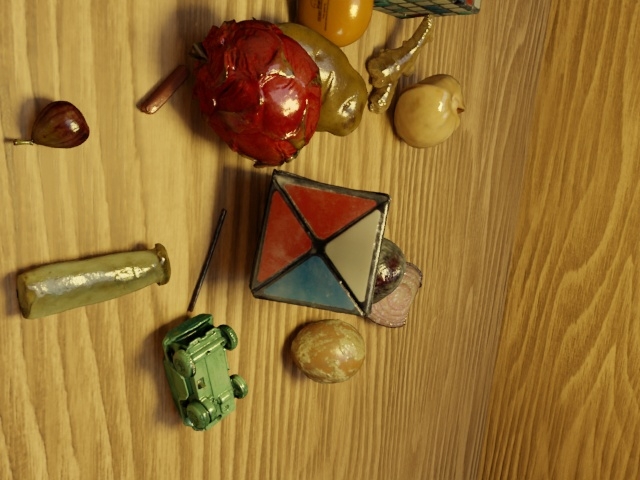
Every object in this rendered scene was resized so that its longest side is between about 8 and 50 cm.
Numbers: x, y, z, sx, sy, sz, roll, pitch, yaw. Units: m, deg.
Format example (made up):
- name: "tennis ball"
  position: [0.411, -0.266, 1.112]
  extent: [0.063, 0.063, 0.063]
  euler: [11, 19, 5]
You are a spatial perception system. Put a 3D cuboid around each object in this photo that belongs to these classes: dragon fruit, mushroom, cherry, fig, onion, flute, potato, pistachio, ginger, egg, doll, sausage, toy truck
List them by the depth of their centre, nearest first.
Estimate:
- name: "fig"
  position: [-0.487, -0.197, 0.967]
  extent: [0.125, 0.089, 0.089]
  euler: [-30, 128, -11]
- name: "mushroom"
  position: [-0.447, 0.076, 1.092]
  extent: [0.312, 0.081, 0.100]
  euler: [-14, 109, -44]
- name: "sausage"
  position: [-0.330, -0.324, 1.146]
  extent: [0.147, 0.030, 0.035]
  euler: [-56, 138, -24]
- name: "dragon fruit"
  position: [-0.135, -0.323, 1.182]
  extent: [0.342, 0.277, 0.277]
  euler: [40, 68, -26]
- name: "toy truck"
  position: [-0.288, 0.320, 1.294]
  extent: [0.155, 0.156, 0.279]
  euler: [-30, 123, -42]
- name: "flute"
  position: [-0.281, 0.048, 1.336]
  extent: [0.014, 0.014, 0.269]
  euler: [24, 82, -51]
- name: "potato"
  position: [-0.023, -0.420, 1.392]
  extent: [0.369, 0.195, 0.176]
  euler: [36, 49, -40]
- name: "doll"
  position: [0.054, -0.623, 1.402]
  extent: [0.236, 0.213, 0.213]
  euler: [-46, 134, -47]
- name: "egg"
  position: [0.025, 0.339, 1.650]
  extent: [0.245, 0.203, 0.203]
  euler: [9, 95, -27]
- name: "cherry"
  position: [0.137, 0.097, 1.686]
  extent: [0.255, 0.296, 0.218]
  euler: [-15, 85, -43]
- name: "ginger"
  position: [0.245, -0.562, 1.690]
  extent: [0.148, 0.081, 0.333]
  euler: [39, 100, -17]
- name: "pistachio"
  position: [0.354, -0.427, 1.761]
  extent: [0.230, 0.309, 0.230]
  euler: [1, 86, -13]
- name: "onion"
  position: [0.228, 0.174, 1.937]
  extent: [0.247, 0.111, 0.250]
  euler: [19, 97, -29]

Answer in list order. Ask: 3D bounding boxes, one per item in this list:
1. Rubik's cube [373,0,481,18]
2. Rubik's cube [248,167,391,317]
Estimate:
- name: "Rubik's cube"
  position: [0.296, -0.822, 1.555]
  extent: [0.293, 0.292, 0.287]
  euler: [-11, 110, -47]
- name: "Rubik's cube"
  position: [0.000, 0.000, 1.367]
  extent: [0.310, 0.305, 0.307]
  euler: [-40, 140, -86]
